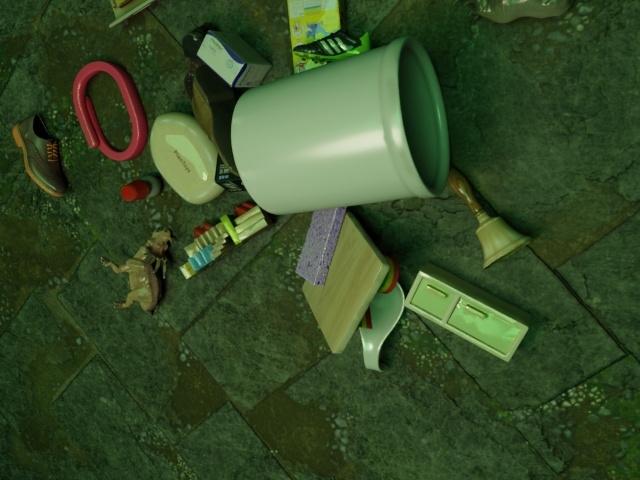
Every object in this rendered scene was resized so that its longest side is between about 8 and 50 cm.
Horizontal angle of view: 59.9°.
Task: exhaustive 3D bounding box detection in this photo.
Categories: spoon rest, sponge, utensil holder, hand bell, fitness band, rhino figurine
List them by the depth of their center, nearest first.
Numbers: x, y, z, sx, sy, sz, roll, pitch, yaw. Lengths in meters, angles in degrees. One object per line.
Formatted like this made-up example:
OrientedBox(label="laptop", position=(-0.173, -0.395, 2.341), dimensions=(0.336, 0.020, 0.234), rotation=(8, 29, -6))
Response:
OrientedBox(label="rhino figurine", position=(0.390, -0.497, 1.124), dimensions=(0.244, 0.073, 0.106), rotation=(3, 101, 26))
OrientedBox(label="utensil holder", position=(0.047, -0.230, 1.211), dimensions=(0.386, 0.328, 0.327), rotation=(-6, 100, 27))
OrientedBox(label="hand bell", position=(0.353, -0.068, 1.251), dimensions=(0.126, 0.126, 0.241), rotation=(-40, 72, 27))
OrientedBox(label="sponge", position=(0.000, 0.000, 1.393), dimensions=(0.117, 0.031, 0.209), rotation=(30, 106, 61))
OrientedBox(label="spoon rest", position=(0.146, 0.214, 1.413), dimensions=(0.138, 0.084, 0.276), rotation=(7, 107, 23))
OrientedBox(label="fitness band", position=(-0.615, -0.377, 1.630), dimensions=(0.209, 0.054, 0.290), rotation=(-16, 97, 24))

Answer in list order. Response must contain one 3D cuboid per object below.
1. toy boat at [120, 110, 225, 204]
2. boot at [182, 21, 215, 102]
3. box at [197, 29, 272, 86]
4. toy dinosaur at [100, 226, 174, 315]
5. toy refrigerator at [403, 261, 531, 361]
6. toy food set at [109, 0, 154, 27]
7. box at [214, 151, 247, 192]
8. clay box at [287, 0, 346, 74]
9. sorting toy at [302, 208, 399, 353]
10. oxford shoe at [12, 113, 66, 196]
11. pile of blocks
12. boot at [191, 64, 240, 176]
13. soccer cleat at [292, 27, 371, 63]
OrientedBox(label="toy boat", position=(-0.405, -0.204, 1.539), dimensions=(0.319, 0.148, 0.267), rotation=(-28, 96, 20))
OrientedBox(label="boot", position=(-0.304, -0.460, 1.459), dimensions=(0.082, 0.106, 0.219), rotation=(17, 139, 5))
OrientedBox(label="box", position=(-0.211, -0.447, 1.374), dimensions=(0.126, 0.137, 0.072), rotation=(43, 117, 9))
OrientedBox(label="toy dinosaur", position=(-0.525, 0.117, 1.679), dimensions=(0.201, 0.127, 0.295), rotation=(0, 109, 18))
OrientedBox(label="toy refrigerator", position=(0.342, 0.164, 1.304), dimensions=(0.270, 0.094, 0.102), rotation=(29, 114, 16))
OrientedBox(label="toy food set", position=(-0.537, -0.752, 1.470), dimensions=(0.220, 0.092, 0.305), rotation=(-18, 95, 27))
OrientedBox(label="box", position=(-0.168, -0.209, 1.415), dimensions=(0.180, 0.077, 0.147), rotation=(-2, 73, 24))
OrientedBox(label="clay box", position=(-0.003, -0.476, 1.318), dimensions=(0.128, 0.053, 0.221), rotation=(0, 104, 21))
OrientedBox(label="sorting toy", position=(0.078, 0.097, 1.342), dimensions=(0.257, 0.090, 0.255), rotation=(-64, 31, 23))
OrientedBox(label="oxford shoe", position=(-0.871, -0.268, 1.750), dimensions=(0.099, 0.097, 0.271), rotation=(-29, 90, 22))
OrientedBox(label="pile of blocks", position=(-0.290, -0.009, 1.518), dimensions=(0.362, 0.149, 0.112), rotation=(-32, 89, 28))
OrientedBox(label="boot", position=(-0.242, -0.279, 1.386), dimensions=(0.115, 0.113, 0.305), rotation=(-44, 65, 54))
OrientedBox(label="soccer cleat", position=(0.027, -0.441, 1.260), dimensions=(0.179, 0.060, 0.072), rotation=(3, 94, 8))
